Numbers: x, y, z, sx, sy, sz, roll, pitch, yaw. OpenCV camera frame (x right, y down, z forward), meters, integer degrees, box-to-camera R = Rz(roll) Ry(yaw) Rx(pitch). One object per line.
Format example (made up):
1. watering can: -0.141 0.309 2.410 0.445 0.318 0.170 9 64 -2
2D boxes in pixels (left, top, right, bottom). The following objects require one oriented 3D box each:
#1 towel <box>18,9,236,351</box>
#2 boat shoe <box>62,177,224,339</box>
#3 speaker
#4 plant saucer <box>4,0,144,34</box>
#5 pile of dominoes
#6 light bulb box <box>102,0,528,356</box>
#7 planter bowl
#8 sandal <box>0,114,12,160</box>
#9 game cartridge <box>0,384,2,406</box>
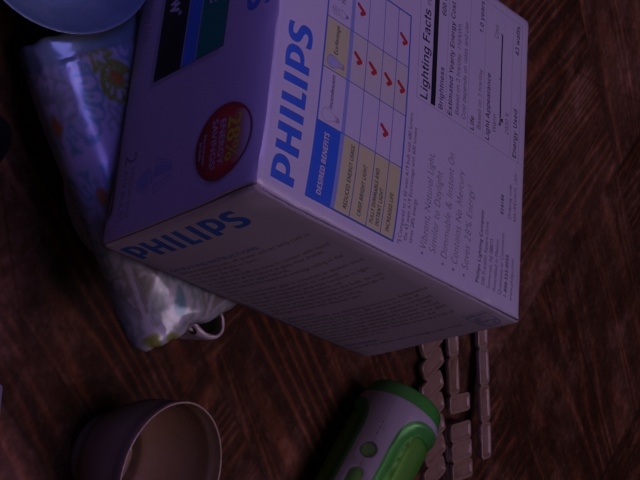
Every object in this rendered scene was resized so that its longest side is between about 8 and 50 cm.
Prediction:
1. towel: -0.117 -0.091 1.513 0.374 0.090 0.320 -25 93 -49
2. boat shoe: -0.176 0.005 1.544 0.098 0.096 0.277 -56 137 -27
3. speaker: 0.049 0.333 1.910 0.296 0.131 0.131 -59 139 -28
4. plant saucer: -0.251 -0.284 1.382 0.195 0.037 0.195 9 73 -31
5. pile of dominoes: 0.191 0.238 2.180 0.196 0.040 0.251 -6 94 -53
6. light bulb box: 0.010 -0.115 1.427 0.361 0.225 0.357 27 58 -38
7. planter bowl: -0.199 0.243 1.557 0.162 0.109 0.162 -16 110 -52
8. sandal: -0.349 -0.118 1.334 0.067 0.040 0.179 -66 157 -11
9. game cartridge: -0.407 0.205 1.291 0.294 0.060 0.196 0 101 -60
